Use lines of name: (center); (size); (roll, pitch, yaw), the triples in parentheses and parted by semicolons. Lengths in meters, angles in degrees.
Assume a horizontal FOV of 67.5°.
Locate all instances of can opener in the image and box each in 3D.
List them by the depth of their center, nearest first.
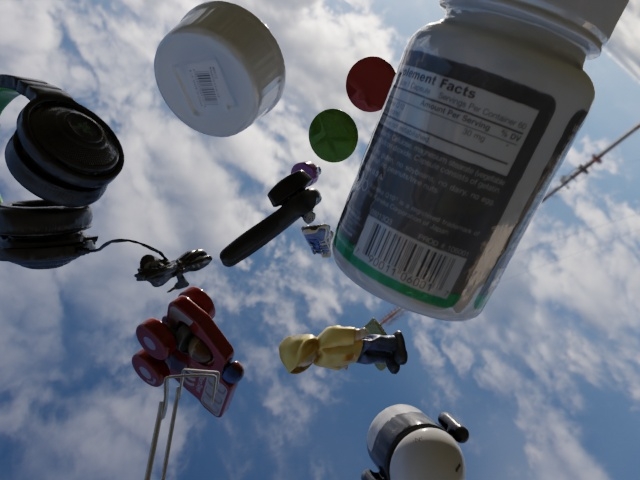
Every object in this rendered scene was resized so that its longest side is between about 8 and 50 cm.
can opener: (-0.074, -0.024, 0.721); (0.186, 0.059, 0.073); (-42, -107, -8)

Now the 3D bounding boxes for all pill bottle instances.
pill bottle: (0.162, -0.110, 0.534); (0.204, 0.361, 0.204); (19, -161, -7)

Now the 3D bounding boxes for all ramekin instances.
ramekin: (-0.229, -0.367, 1.066); (0.277, 0.277, 0.135); (32, -136, -7)

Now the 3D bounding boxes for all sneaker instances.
sneaker: (0.000, 0.000, 1.463); (0.211, 0.080, 0.081); (30, -122, -66)

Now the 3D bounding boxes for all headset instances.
headset: (-0.340, -0.063, 0.662); (0.394, 0.243, 0.185); (35, -158, 18)

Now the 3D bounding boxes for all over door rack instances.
over door rack: (-0.223, 0.302, 0.572); (0.108, 0.239, 0.324); (20, -106, -6)

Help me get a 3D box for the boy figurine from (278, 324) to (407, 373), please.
boy figurine: (0.051, 0.247, 1.080); (0.285, 0.177, 0.092); (4, -130, -20)

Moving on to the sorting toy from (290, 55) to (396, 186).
sorting toy: (0.065, -0.280, 1.179); (0.127, 0.365, 0.126); (44, -152, 7)

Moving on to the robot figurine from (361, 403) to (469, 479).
robot figurine: (0.206, 0.476, 1.068); (0.174, 0.278, 0.209); (21, -95, -11)

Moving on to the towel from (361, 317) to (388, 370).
towel: (0.183, 0.331, 1.529); (0.027, 0.110, 0.148); (-10, -122, -46)

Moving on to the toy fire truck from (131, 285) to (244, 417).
toy fire truck: (-0.293, 0.274, 1.144); (0.254, 0.302, 0.169); (35, -138, 11)
